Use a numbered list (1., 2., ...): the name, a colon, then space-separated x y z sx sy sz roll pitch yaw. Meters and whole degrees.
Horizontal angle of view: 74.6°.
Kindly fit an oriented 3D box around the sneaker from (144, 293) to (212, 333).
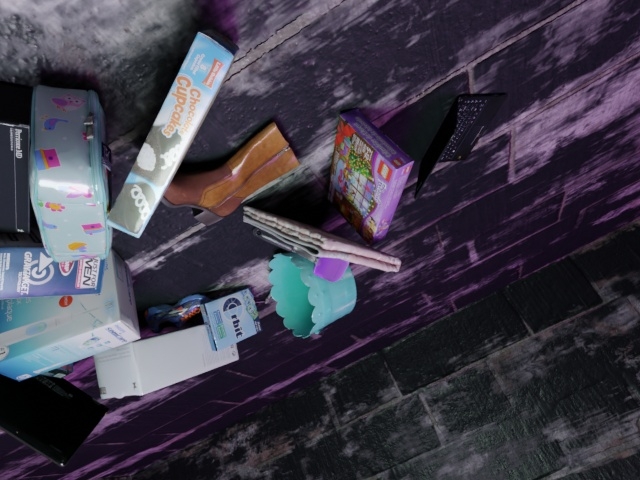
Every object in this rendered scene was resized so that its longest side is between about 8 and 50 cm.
1. sneaker: -0.453 0.243 1.370 0.220 0.087 0.083 -18 150 -10

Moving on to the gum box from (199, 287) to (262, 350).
1. gum box: -0.293 0.257 1.395 0.184 0.157 0.041 -18 -177 -44

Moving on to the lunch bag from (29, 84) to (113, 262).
1. lunch bag: -0.414 -0.110 0.718 0.107 0.224 0.279 -1 149 -26

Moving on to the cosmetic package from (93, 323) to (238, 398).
1. cosmetic package: -0.477 0.366 1.340 0.217 0.157 0.384 -17 171 30

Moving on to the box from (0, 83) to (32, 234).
1. box: -0.578 -0.129 0.683 0.184 0.103 0.261 5 139 -32

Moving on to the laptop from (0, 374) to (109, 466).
1. laptop: -0.818 0.462 1.130 0.236 0.381 0.408 -52 -171 0

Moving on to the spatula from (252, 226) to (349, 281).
1. spatula: -0.061 0.033 1.218 0.030 0.296 0.084 -99 -145 -83

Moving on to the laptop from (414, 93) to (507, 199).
1. laptop: 0.375 -0.251 1.127 0.264 0.137 0.234 -10 147 -23

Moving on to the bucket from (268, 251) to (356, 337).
1. bucket: -0.027 0.153 1.354 0.182 0.281 0.281 -15 150 -31

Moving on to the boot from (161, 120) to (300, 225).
1. boot: -0.203 -0.159 0.911 0.280 0.096 0.264 -32 146 9

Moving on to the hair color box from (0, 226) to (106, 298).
1. hair color box: -0.620 0.038 0.800 0.346 0.173 0.105 2 104 -45

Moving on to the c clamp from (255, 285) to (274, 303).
1. c clamp: -0.163 0.190 1.554 0.137 0.022 0.161 1 142 -35

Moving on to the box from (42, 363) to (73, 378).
1. box: -0.766 0.265 1.112 0.044 0.159 0.233 -27 150 3

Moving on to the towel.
1. towel: 0.000 0.000 1.108 0.316 0.331 0.054 15 96 -46

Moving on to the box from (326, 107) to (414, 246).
1. box: 0.106 -0.144 1.037 0.057 0.201 0.293 -29 153 -24

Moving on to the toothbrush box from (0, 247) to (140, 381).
1. toothbrush box: -0.616 0.174 1.019 0.295 0.217 0.126 -17 150 -10

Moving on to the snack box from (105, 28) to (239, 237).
1. snack box: -0.236 -0.180 0.687 0.060 0.187 0.322 28 110 -21
